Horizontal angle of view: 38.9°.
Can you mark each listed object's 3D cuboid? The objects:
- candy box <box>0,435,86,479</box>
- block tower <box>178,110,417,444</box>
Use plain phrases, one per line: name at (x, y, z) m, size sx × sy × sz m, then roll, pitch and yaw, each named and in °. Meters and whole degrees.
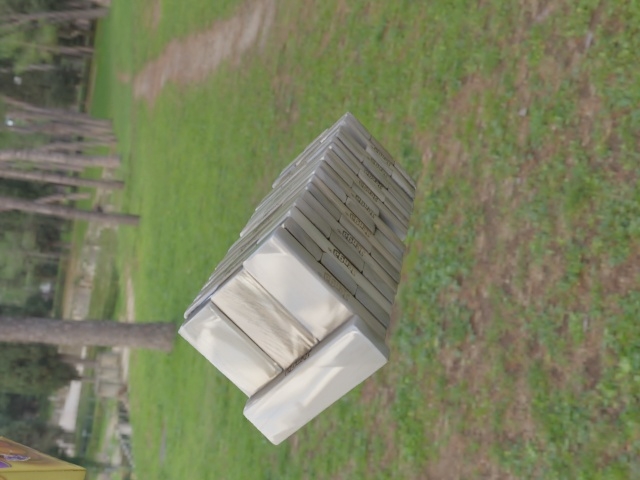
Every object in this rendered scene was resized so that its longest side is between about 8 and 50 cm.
candy box at (-0.267, 0.166, 0.608) m, size 0.109 × 0.186 × 0.053 m, roll 6°, pitch 85°, yaw 37°
block tower at (0.000, 0.000, 0.647) m, size 0.091 × 0.097 × 0.335 m, roll -42°, pitch 11°, yaw 20°
